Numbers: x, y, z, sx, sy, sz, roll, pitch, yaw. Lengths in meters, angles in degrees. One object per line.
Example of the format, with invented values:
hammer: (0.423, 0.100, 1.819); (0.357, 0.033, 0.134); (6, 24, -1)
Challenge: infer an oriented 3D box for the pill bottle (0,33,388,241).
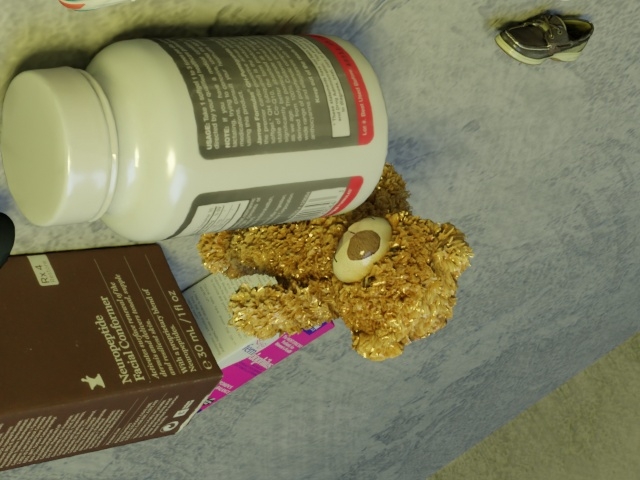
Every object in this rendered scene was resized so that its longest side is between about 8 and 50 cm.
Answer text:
pill bottle: (-0.110, -0.093, 1.107); (0.319, 0.176, 0.176); (-9, 148, -37)

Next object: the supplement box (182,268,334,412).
supplement box: (-0.111, 0.109, 1.570); (0.220, 0.114, 0.111); (-34, 154, 7)

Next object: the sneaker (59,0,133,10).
sneaker: (-0.140, -0.228, 0.979); (0.161, 0.057, 0.075); (-28, 172, -5)

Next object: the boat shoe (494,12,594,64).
boat shoe: (0.250, -0.229, 1.377); (0.152, 0.056, 0.049); (-14, 148, -49)

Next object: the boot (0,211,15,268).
boot: (-0.331, -0.043, 1.066); (0.246, 0.094, 0.207); (-29, 153, 18)

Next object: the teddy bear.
teddy bear: (0.000, 0.000, 1.275); (0.245, 0.338, 0.113); (-21, 119, -9)

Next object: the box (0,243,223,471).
box: (-0.314, 0.124, 1.297); (0.381, 0.191, 0.143); (-7, 148, -40)
